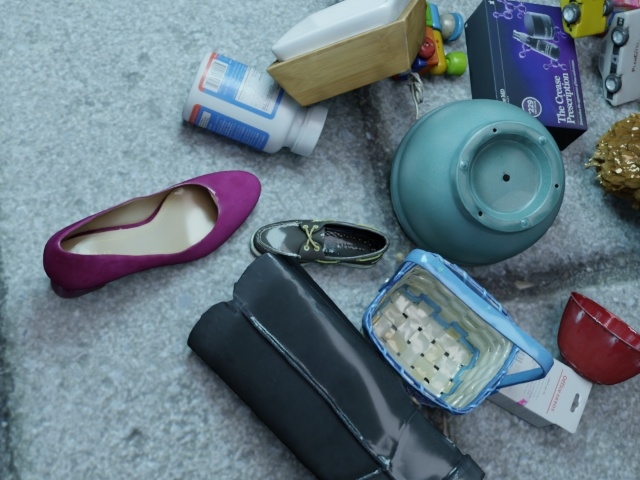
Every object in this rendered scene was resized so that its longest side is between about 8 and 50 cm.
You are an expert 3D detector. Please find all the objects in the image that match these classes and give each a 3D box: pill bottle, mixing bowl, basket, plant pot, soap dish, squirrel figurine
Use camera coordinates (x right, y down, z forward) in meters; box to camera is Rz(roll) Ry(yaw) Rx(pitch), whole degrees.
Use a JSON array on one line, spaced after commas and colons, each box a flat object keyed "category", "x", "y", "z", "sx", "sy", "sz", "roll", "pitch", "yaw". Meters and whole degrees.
[{"category": "pill bottle", "x": -0.107, "y": -0.218, "z": 1.486, "sx": 0.222, "sy": 0.124, "sz": 0.124, "roll": 22, "pitch": 66, "yaw": -9}, {"category": "mixing bowl", "x": 0.470, "y": 0.179, "z": 1.513, "sx": 0.181, "sy": 0.181, "sz": 0.098, "roll": 34, "pitch": 105, "yaw": -3}, {"category": "basket", "x": 0.194, "y": 0.141, "z": 1.356, "sx": 0.255, "sy": 0.289, "sz": 0.201, "roll": 41, "pitch": 62, "yaw": 3}, {"category": "plant pot", "x": 0.280, "y": -0.100, "z": 1.471, "sx": 0.293, "sy": 0.196, "sz": 0.292, "roll": 0, "pitch": 90, "yaw": -9}, {"category": "soap dish", "x": 0.059, "y": -0.327, "z": 1.472, "sx": 0.291, "sy": 0.229, "sz": 0.118, "roll": -62, "pitch": 132, "yaw": -63}, {"category": "squirrel figurine", "x": 0.703, "y": -0.171, "z": 1.641, "sx": 0.397, "sy": 0.281, "sz": 0.370, "roll": -7, "pitch": 67, "yaw": -22}]

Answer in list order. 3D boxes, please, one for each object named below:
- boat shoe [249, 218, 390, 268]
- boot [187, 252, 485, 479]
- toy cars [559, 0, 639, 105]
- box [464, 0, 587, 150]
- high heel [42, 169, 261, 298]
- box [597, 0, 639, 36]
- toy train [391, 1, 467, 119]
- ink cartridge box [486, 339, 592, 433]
[{"category": "boat shoe", "x": 0.000, "y": 0.000, "z": 1.470, "sx": 0.228, "sy": 0.068, "sz": 0.081, "roll": 4, "pitch": 70, "yaw": -16}, {"category": "boot", "x": -0.045, "y": 0.288, "z": 1.301, "sx": 0.367, "sy": 0.146, "sz": 0.445, "roll": -42, "pitch": 79, "yaw": -2}, {"category": "toy cars", "x": 0.529, "y": -0.418, "z": 1.684, "sx": 0.176, "sy": 0.087, "sz": 0.394, "roll": -51, "pitch": 132, "yaw": -2}, {"category": "box", "x": 0.383, "y": -0.311, "z": 1.682, "sx": 0.184, "sy": 0.103, "sz": 0.261, "roll": 2, "pitch": 71, "yaw": -14}, {"category": "high heel", "x": -0.234, "y": -0.028, "z": 1.346, "sx": 0.377, "sy": 0.181, "sz": 0.127, "roll": -33, "pitch": 83, "yaw": -24}, {"category": "box", "x": 0.571, "y": -0.553, "z": 1.811, "sx": 0.128, "sy": 0.122, "sz": 0.256, "roll": 8, "pitch": 69, "yaw": -13}, {"category": "toy train", "x": 0.208, "y": -0.323, "z": 1.640, "sx": 0.143, "sy": 0.105, "sz": 0.247, "roll": 2, "pitch": 70, "yaw": -30}, {"category": "ink cartridge box", "x": 0.350, "y": 0.240, "z": 1.494, "sx": 0.181, "sy": 0.061, "sz": 0.104, "roll": 31, "pitch": 66, "yaw": -4}]
